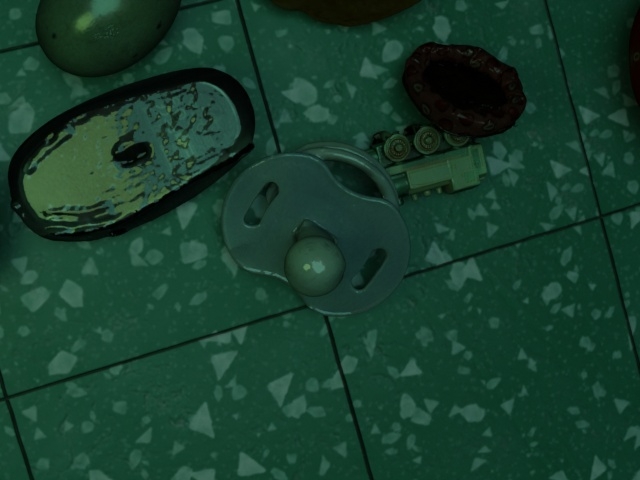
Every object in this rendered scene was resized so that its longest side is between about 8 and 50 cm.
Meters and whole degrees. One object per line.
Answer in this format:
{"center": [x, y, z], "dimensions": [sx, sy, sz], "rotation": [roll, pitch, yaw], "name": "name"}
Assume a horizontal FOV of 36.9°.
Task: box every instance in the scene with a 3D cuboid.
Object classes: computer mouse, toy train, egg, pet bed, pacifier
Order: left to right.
{"center": [-0.300, -0.337, 1.377], "dimensions": [0.169, 0.169, 0.236], "rotation": [45, 77, -9], "name": "egg"}
{"center": [-0.273, -0.126, 1.416], "dimensions": [0.374, 0.114, 0.203], "rotation": [-22, 98, -2], "name": "computer mouse"}
{"center": [0.000, 0.000, 1.406], "dimensions": [0.299, 0.233, 0.244], "rotation": [30, 112, -11], "name": "pacifier"}
{"center": [0.166, -0.125, 1.522], "dimensions": [0.194, 0.081, 0.125], "rotation": [-16, 98, -12], "name": "toy train"}
{"center": [0.226, -0.236, 1.499], "dimensions": [0.201, 0.053, 0.201], "rotation": [7, 51, -9], "name": "pet bed"}

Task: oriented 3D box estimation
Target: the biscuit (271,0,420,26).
{"center": [0.051, -0.459, 1.379], "dimensions": [0.312, 0.351, 0.057], "rotation": [-6, 53, 8], "name": "biscuit"}

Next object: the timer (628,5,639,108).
{"center": [0.687, -0.298, 1.522], "dimensions": [0.378, 0.279, 0.377], "rotation": [-1, 93, -13], "name": "timer"}
